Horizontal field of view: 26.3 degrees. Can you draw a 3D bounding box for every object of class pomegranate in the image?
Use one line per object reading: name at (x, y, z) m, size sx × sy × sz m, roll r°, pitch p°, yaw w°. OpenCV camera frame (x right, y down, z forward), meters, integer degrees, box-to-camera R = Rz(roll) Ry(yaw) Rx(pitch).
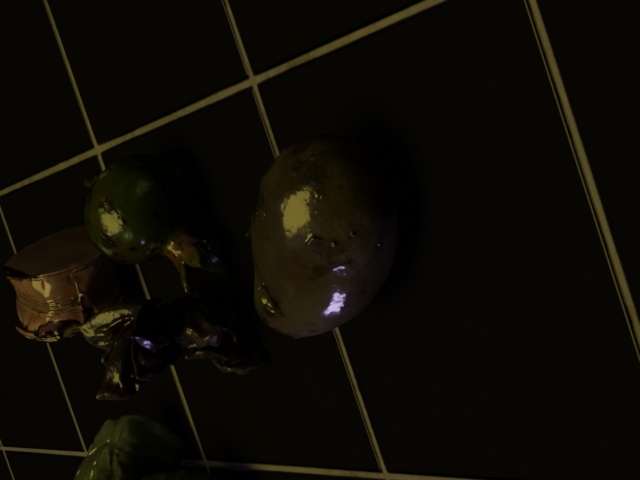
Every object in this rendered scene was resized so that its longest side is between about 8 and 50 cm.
pomegranate at (-0.220, -0.014, 1.806) m, size 0.220 × 0.156 × 0.156 m, roll 57°, pitch 148°, yaw 2°

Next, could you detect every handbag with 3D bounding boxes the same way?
handbag at (-0.389, 0.066, 2.093) m, size 0.205 × 0.179 × 0.116 m, roll 13°, pitch 126°, yaw 55°

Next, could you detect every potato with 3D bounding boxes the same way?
potato at (0.000, 0.000, 1.467) m, size 0.165 × 0.165 × 0.262 m, roll 55°, pitch 150°, yaw 22°

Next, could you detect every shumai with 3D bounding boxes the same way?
shumai at (-0.295, 0.428, 2.015) m, size 0.288 × 0.330 × 0.292 m, roll 39°, pitch 164°, yaw 24°

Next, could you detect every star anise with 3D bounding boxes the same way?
star anise at (-0.203, 0.127, 1.802) m, size 0.282 × 0.212 × 0.129 m, roll 11°, pitch 111°, yaw 53°

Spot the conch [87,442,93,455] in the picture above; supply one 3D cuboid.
conch at (-0.318, 0.372, 2.276) m, size 0.176 × 0.094 × 0.104 m, roll -6°, pitch 90°, yaw 31°
